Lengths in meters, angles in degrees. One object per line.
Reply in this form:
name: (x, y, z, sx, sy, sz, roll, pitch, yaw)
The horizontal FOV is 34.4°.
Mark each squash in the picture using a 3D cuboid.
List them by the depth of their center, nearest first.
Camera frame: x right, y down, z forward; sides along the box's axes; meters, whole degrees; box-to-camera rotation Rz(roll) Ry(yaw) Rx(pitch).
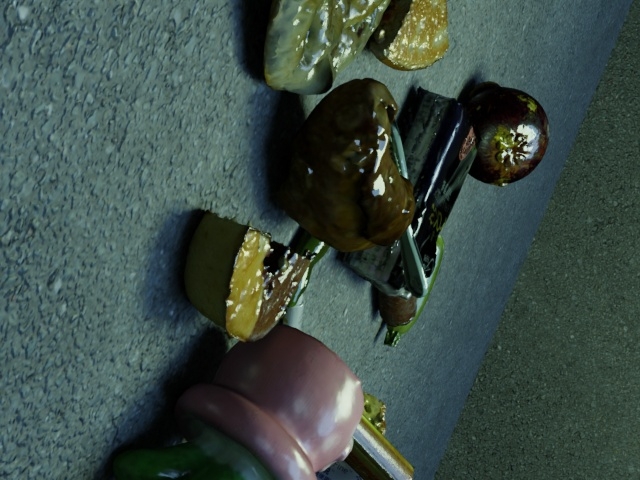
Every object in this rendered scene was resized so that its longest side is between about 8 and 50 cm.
squash: (0.188, 0.097, 2.086, 0.252, 0.066, 0.066, -67, 161, 5)

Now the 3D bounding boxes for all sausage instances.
sausage: (0.011, 0.258, 1.548, 0.371, 0.082, 0.082, 50, 58, -29)

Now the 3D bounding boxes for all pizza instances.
pizza: (0.129, -0.337, 1.442, 0.188, 0.062, 0.199, -12, 116, -58)

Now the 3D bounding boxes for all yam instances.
yam: (0.146, 0.104, 1.962, 0.079, 0.079, 0.141, -58, 158, -26)

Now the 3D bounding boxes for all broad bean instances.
broad bean: (-0.001, -0.002, 1.485, 0.254, 0.046, 0.065, -58, 148, -27)

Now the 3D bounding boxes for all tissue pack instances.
tissue pack: (0.168, -0.067, 1.753, 0.332, 0.123, 0.245, -66, 159, -4)

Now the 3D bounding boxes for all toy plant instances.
toy plant: (-0.098, 0.270, 1.247, 0.356, 0.210, 0.317, -42, -168, -30)

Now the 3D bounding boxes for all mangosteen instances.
mangosteen: (0.344, -0.216, 2.015, 0.217, 0.192, 0.192, -98, -162, -60)

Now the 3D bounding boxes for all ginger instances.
ginger: (0.038, -0.076, 1.321, 0.172, 0.165, 0.321, -46, 162, -10)

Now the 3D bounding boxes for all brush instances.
brush: (0.106, -0.044, 1.563, 0.060, 0.068, 0.297, -21, 106, -26)

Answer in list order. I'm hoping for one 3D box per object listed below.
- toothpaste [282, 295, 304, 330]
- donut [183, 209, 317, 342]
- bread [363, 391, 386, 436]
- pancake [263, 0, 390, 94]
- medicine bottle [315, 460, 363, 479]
toothpaste: (-0.043, 0.131, 1.555, 0.048, 0.031, 0.190, -55, 161, -39)
donut: (-0.097, 0.039, 1.216, 0.141, 0.085, 0.217, -65, 160, -6)
bread: (0.004, 0.378, 1.786, 0.147, 0.160, 0.260, 93, 23, -64)
pancake: (0.041, -0.337, 1.159, 0.387, 0.082, 0.387, -59, 164, -28)
medicine bottle: (-0.013, 0.390, 1.667, 0.171, 0.201, 0.052, -57, 177, -25)
